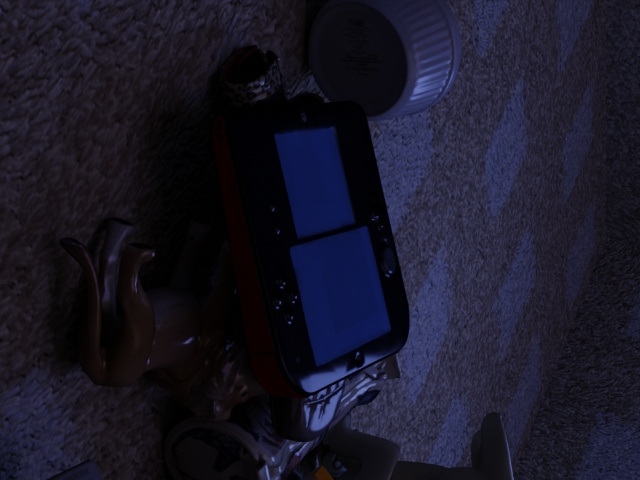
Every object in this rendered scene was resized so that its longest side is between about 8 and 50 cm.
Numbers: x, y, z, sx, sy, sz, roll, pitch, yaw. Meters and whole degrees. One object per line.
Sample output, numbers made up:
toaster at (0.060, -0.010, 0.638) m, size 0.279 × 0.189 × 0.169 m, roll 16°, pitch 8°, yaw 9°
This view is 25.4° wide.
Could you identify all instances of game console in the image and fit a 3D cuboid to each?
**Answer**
game console at (0.000, 0.000, 1.757) m, size 0.386 × 0.060 × 0.342 m, roll -16°, pitch 98°, yaw -64°

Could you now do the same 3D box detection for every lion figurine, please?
lion figurine at (-0.189, 0.103, 1.638) m, size 0.392 × 0.142 × 0.240 m, roll 3°, pitch 106°, yaw -56°

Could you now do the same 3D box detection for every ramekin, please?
ramekin at (0.079, -0.262, 1.959) m, size 0.109 × 0.207 × 0.207 m, roll -30°, pitch 131°, yaw -48°

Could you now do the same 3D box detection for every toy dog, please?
toy dog at (0.096, 0.464, 2.215) m, size 0.284 × 0.408 × 0.395 m, roll 81°, pitch 2°, yaw -84°

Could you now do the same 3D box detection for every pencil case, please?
pencil case at (-0.050, 0.235, 1.961) m, size 0.410 × 0.183 × 0.160 m, roll -38°, pitch 114°, yaw -57°

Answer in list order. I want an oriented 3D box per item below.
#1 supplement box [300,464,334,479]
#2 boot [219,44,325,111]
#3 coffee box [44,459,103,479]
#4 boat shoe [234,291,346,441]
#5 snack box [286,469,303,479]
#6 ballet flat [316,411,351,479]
supplement box at (-0.019, 0.353, 1.886) m, size 0.098 × 0.062 × 0.036 m, roll -40°, pitch 180°, yaw 23°
boot at (-0.055, -0.177, 1.830) m, size 0.236 × 0.085 × 0.178 m, roll -54°, pitch 147°, yaw -47°
coffee box at (-0.307, 0.343, 1.378) m, size 0.168 × 0.119 × 0.297 m, roll 64°, pitch 24°, yaw 5°
boat shoe at (-0.044, 0.094, 1.865) m, size 0.132 × 0.130 × 0.355 m, roll 37°, pitch 49°, yaw -54°
snack box at (-0.139, 0.440, 1.918) m, size 0.187 × 0.060 × 0.322 m, roll -48°, pitch 171°, yaw 25°
ballet flat at (0.019, 0.335, 2.358) m, size 0.074 × 0.074 × 0.203 m, roll -38°, pitch 132°, yaw -58°
